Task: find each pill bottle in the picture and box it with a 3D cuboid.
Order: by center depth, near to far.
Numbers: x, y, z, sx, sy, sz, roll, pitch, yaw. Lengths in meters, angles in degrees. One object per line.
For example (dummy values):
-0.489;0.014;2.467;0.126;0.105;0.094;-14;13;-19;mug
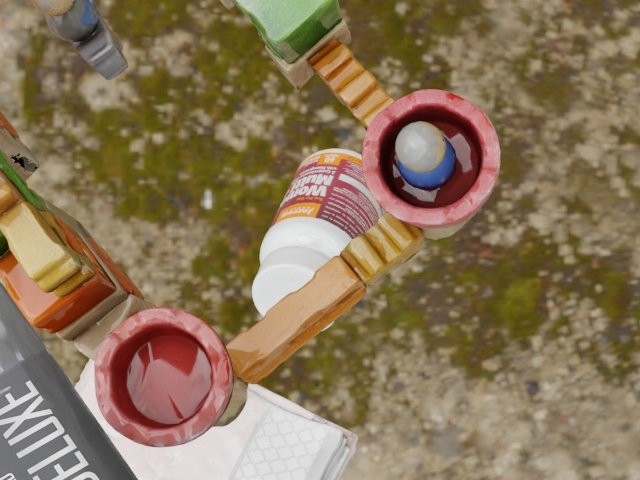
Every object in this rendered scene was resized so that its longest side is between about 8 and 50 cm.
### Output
0.000;0.000;1.658;0.121;0.221;0.121;9;129;12;pill bottle

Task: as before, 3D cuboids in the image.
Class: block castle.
-0.128;-0.113;0.946;0.303;0.213;0.453;-39;78;0;block castle

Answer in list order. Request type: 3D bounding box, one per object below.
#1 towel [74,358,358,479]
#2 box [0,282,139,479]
-0.167;0.287;1.519;0.317;0.053;0.331;21;75;19;towel
-0.118;0.195;0.749;0.242;0.077;0.307;50;158;23;box
